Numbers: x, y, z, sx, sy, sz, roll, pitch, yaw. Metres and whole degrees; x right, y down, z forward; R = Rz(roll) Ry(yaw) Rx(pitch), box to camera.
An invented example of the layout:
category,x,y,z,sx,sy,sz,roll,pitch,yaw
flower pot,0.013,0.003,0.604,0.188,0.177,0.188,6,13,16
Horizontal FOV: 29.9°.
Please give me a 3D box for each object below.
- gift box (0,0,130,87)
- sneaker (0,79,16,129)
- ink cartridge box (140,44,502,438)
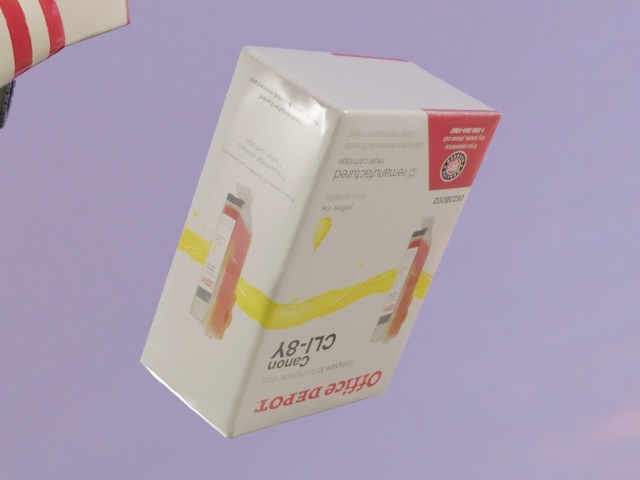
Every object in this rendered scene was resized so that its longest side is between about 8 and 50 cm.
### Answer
category,x,y,z,sx,sy,sz,roll,pitch,yaw
gift box,-0.259,-0.184,0.584,0.276,0.258,0.255,-37,-45,-38
sneaker,-0.256,-0.140,0.840,0.089,0.051,0.170,10,-86,-8
ink cartridge box,0.000,0.000,1.319,0.279,0.160,0.385,-6,-56,-48
